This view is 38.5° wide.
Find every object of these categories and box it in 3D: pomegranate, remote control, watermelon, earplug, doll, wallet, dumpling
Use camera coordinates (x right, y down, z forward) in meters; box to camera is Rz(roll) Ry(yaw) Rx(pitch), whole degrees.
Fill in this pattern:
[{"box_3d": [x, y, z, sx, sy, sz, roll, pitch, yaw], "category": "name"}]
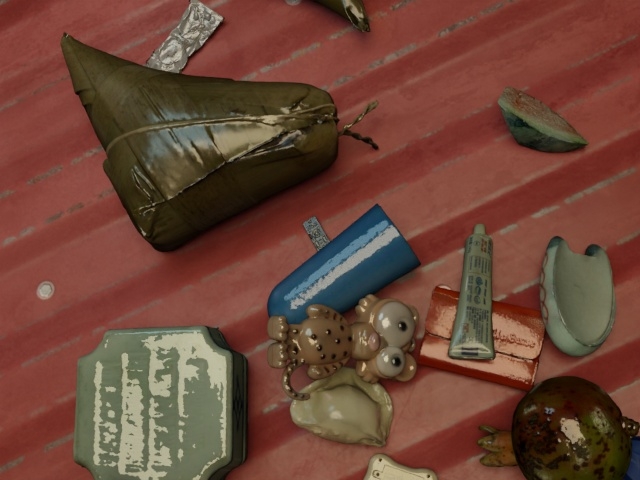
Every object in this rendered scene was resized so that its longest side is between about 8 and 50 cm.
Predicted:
[{"box_3d": [0.378, 0.310, 1.472, 0.246, 0.198, 0.198, 8, 73, 51], "category": "pomegranate"}, {"box_3d": [0.000, 0.000, 1.675, 0.034, 0.016, 0.091, -31, 73, 5], "category": "remote control"}, {"box_3d": [0.134, 0.408, 1.542, 0.122, 0.032, 0.074, 17, 74, 12], "category": "remote control"}, {"box_3d": [0.394, -0.209, 1.651, 0.180, 0.081, 0.094, 38, 67, -1], "category": "watermelon"}, {"box_3d": [0.027, 0.067, 1.602, 0.273, 0.132, 0.132, -36, 74, 2], "category": "earplug"}, {"box_3d": [0.043, 0.174, 1.526, 0.278, 0.119, 0.154, -6, 88, -28], "category": "doll"}, {"box_3d": [0.280, 0.168, 1.577, 0.204, 0.045, 0.142, 13, 76, 11], "category": "wallet"}, {"box_3d": [0.039, 0.275, 1.559, 0.169, 0.100, 0.134, 6, 64, 8], "category": "dumpling"}]

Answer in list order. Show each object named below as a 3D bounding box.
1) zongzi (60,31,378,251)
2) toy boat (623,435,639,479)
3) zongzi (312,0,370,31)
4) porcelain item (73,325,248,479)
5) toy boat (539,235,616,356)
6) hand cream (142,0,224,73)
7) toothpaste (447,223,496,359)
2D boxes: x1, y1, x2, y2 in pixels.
[{"box_3d": [-0.189, -0.283, 1.646, 0.499, 0.218, 0.467, -26, 83, 4], "category": "zongzi"}, {"box_3d": [0.595, 0.401, 1.461, 0.295, 0.088, 0.129, 29, 82, 25], "category": "toy boat"}, {"box_3d": [-0.058, -0.493, 1.761, 0.260, 0.123, 0.289, -14, 78, 9], "category": "zongzi"}, {"box_3d": [-0.266, 0.288, 1.565, 0.281, 0.157, 0.286, -5, 76, 9], "category": "porcelain item"}, {"box_3d": [0.430, 0.098, 1.557, 0.134, 0.079, 0.208, 11, 67, -21], "category": "toy boat"}, {"box_3d": [-0.299, -0.361, 1.795, 0.084, 0.050, 0.257, 37, 81, 11], "category": "hand cream"}, {"box_3d": [0.267, 0.084, 1.566, 0.069, 0.047, 0.268, 18, 55, -11], "category": "toothpaste"}]
